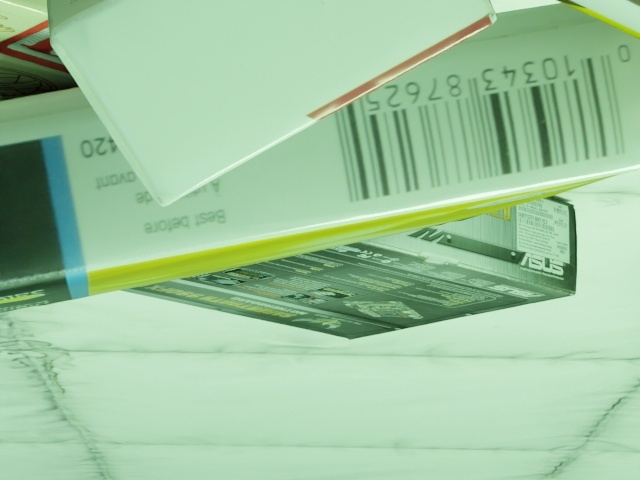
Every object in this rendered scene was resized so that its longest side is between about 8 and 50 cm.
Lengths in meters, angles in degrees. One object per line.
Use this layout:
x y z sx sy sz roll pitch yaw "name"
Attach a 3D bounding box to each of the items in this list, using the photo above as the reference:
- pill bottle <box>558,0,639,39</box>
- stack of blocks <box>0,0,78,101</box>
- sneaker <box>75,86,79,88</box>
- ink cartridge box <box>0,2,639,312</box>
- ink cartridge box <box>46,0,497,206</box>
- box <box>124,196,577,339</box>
0.138 -0.099 0.550 0.117 0.117 0.215 -12 161 41 "pill bottle"
-0.211 -0.110 0.583 0.297 0.087 0.171 13 161 -40 "stack of blocks"
-0.107 -0.084 0.763 0.209 0.069 0.082 -13 -161 12 "sneaker"
-0.058 -0.016 0.747 0.303 0.072 0.307 -12 176 -7 "ink cartridge box"
-0.020 -0.079 0.523 0.099 0.135 0.056 -28 117 6 "ink cartridge box"
0.000 0.000 1.070 0.231 0.056 0.183 14 161 -42 "box"
